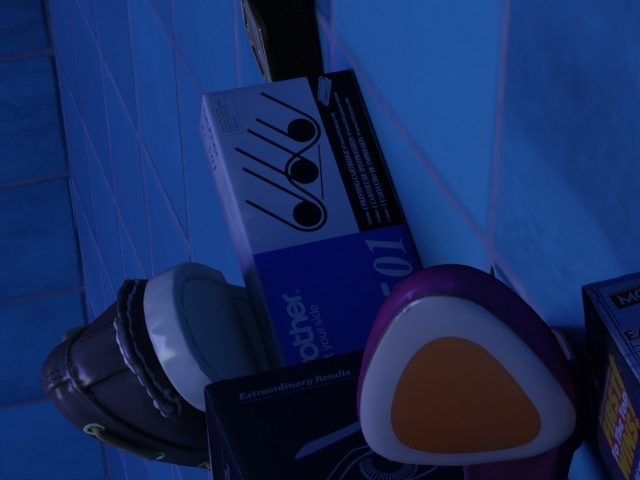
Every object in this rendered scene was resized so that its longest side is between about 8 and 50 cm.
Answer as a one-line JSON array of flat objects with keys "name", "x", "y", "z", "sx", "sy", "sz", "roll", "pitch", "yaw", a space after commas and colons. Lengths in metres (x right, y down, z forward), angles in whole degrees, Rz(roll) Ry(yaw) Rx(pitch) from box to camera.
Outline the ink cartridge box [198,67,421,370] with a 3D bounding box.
[{"name": "ink cartridge box", "x": 0.000, "y": 0.000, "z": 0.906, "sx": 0.046, "sy": 0.097, "sz": 0.207, "roll": 107, "pitch": 148, "yaw": -62}]

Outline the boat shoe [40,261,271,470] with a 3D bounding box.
[{"name": "boat shoe", "x": -0.060, "y": 0.093, "z": 0.955, "sx": 0.116, "sy": 0.097, "sz": 0.324, "roll": 70, "pitch": -166, "yaw": 18}]

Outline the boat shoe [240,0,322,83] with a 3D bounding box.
[{"name": "boat shoe", "x": -0.034, "y": -0.159, "z": 1.004, "sx": 0.045, "sy": 0.050, "sz": 0.135, "roll": -152, "pitch": 52, "yaw": -65}]

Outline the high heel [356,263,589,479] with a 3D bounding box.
[{"name": "high heel", "x": 0.070, "y": 0.040, "z": 0.603, "sx": 0.244, "sy": 0.082, "sz": 0.117, "roll": 55, "pitch": -146, "yaw": -54}]

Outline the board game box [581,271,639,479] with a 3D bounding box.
[{"name": "board game box", "x": 0.142, "y": 0.112, "z": 0.509, "sx": 0.194, "sy": 0.060, "sz": 0.194, "roll": 87, "pitch": 170, "yaw": -49}]

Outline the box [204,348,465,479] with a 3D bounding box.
[{"name": "box", "x": 0.040, "y": 0.157, "z": 0.765, "sx": 0.207, "sy": 0.153, "sz": 0.108, "roll": -118, "pitch": 21, "yaw": -51}]
